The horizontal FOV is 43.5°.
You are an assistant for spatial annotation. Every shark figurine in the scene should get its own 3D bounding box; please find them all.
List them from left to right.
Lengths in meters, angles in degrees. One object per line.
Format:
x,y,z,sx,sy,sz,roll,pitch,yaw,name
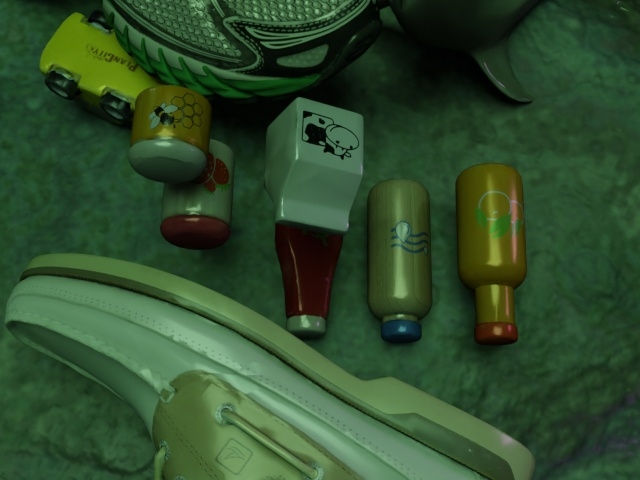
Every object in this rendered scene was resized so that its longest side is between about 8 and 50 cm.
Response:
0.143,-0.158,0.537,0.278,0.166,0.116,-28,96,-25,shark figurine

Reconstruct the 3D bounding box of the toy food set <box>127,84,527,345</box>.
0.000,0.000,0.452,0.232,0.111,0.104,11,67,-26,toy food set

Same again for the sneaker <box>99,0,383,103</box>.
-0.107,-0.211,0.473,0.343,0.146,0.134,39,68,12,sneaker

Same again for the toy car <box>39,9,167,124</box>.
-0.226,-0.132,0.553,0.225,0.053,0.239,-30,70,-7,toy car

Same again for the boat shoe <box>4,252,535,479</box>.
-0.044,0.101,0.424,0.302,0.113,0.103,22,67,10,boat shoe
